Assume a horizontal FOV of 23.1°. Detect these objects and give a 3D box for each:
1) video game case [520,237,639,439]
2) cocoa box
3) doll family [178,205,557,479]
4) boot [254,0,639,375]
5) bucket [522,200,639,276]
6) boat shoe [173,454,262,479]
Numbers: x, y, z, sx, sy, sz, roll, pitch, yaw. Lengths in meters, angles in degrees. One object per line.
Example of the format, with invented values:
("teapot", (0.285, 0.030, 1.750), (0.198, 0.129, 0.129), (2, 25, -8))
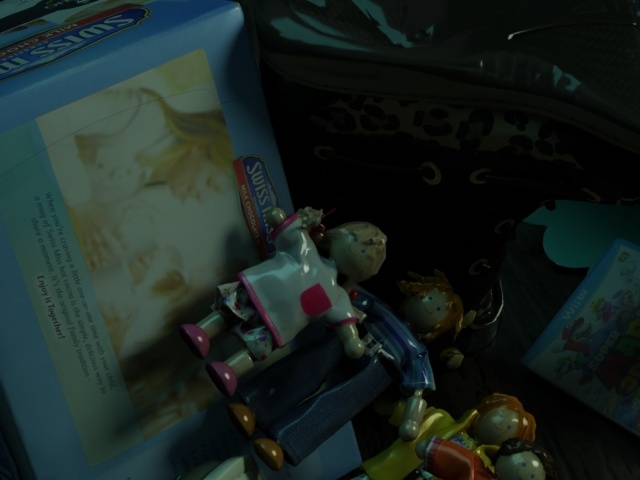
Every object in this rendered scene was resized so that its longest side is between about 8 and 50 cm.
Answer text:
("video game case", (0.219, 0.067, 1.067), (0.119, 0.015, 0.166), (-52, 29, -4))
("cocoa box", (-0.155, 0.027, 1.042), (0.231, 0.347, 0.228), (-27, 26, -26))
("doll family", (0.038, 0.101, 0.971), (0.163, 0.263, 0.118), (-34, -12, -13))
("boot", (0.130, -0.030, 1.043), (0.377, 0.284, 0.138), (10, 48, -1))
("bucket", (0.257, -0.109, 1.207), (0.183, 0.281, 0.281), (-25, 24, -18))
("boat shoe", (-0.117, 0.223, 0.870), (0.091, 0.109, 0.305), (0, 31, 23))
